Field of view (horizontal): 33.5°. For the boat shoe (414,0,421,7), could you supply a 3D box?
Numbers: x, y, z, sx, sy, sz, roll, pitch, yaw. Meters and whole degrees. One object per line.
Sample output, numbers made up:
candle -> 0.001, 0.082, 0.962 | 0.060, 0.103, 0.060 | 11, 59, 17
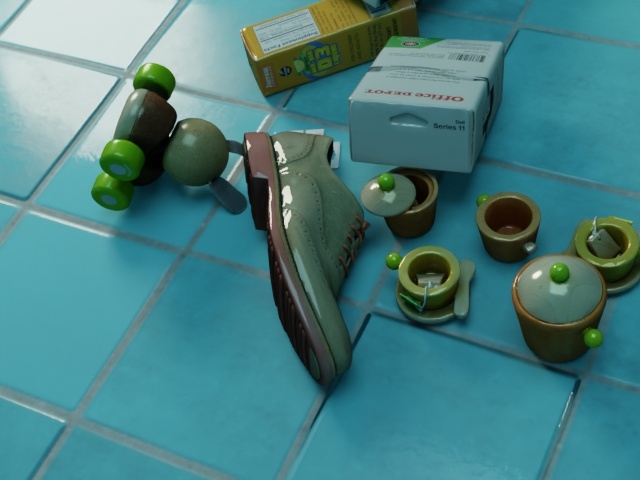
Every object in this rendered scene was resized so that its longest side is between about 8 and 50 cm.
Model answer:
boat shoe -> 0.093, -0.412, 1.546 | 0.068, 0.072, 0.190 | -27, 51, -9

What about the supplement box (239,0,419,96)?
supplement box -> 0.014, -0.278, 1.454 | 0.233, 0.078, 0.080 | -19, 54, -2

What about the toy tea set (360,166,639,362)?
toy tea set -> 0.186, 0.002, 1.164 | 0.336, 0.124, 0.200 | 16, 57, 22

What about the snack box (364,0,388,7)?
snack box -> 0.124, -0.449, 1.492 | 0.322, 0.060, 0.187 | -34, 59, -30

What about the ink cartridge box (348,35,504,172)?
ink cartridge box -> 0.132, -0.170, 1.296 | 0.153, 0.087, 0.208 | 8, 33, 17

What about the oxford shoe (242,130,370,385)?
oxford shoe -> 0.000, 0.000, 1.210 | 0.130, 0.123, 0.348 | -9, 56, -9

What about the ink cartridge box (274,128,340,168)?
ink cartridge box -> -0.018, -0.116, 1.362 | 0.083, 0.028, 0.048 | -3, 52, 9

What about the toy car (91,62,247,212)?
toy car -> -0.172, -0.106, 1.351 | 0.188, 0.149, 0.155 | 21, 58, -8
